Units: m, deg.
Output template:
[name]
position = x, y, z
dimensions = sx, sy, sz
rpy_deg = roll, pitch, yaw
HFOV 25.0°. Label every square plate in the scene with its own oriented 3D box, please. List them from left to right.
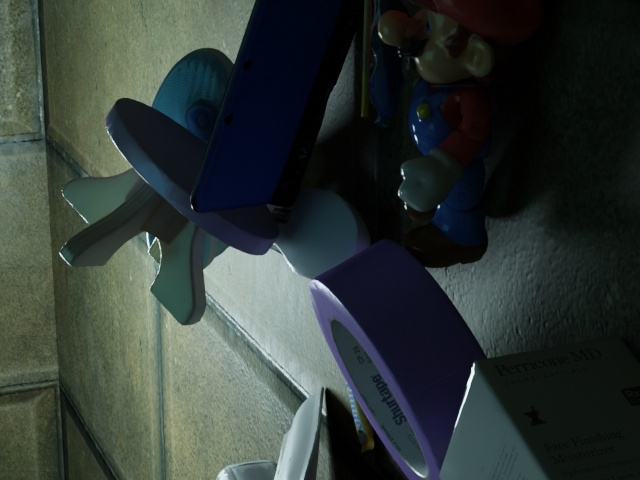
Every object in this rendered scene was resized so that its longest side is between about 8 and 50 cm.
[square plate]
position = -0.045, 0.403, 1.855
dimensions = 0.344, 0.049, 0.347
rpy_deg = -73, -10, -74

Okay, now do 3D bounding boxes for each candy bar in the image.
[candy bar]
position = 0.044, 0.191, 1.844
dimensions = 0.040, 0.018, 0.161
rpy_deg = 133, 126, -63

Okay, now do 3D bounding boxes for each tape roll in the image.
[tape roll]
position = 0.095, 0.138, 1.457
dimensions = 0.275, 0.090, 0.275
rpy_deg = 58, 169, 18

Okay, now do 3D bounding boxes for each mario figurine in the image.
[mario figurine]
position = 0.101, -0.141, 1.379
dimensions = 0.198, 0.170, 0.321
rpy_deg = 38, 136, 44

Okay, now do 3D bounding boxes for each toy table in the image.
[toy table]
position = -0.198, -0.033, 1.798
dimensions = 0.161, 0.252, 0.274
rpy_deg = -52, 57, 19

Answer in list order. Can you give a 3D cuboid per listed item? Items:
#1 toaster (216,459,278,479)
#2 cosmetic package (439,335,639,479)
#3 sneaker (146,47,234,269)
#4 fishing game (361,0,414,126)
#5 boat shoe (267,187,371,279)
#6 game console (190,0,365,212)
[toaster]
position = -0.090, 0.422, 2.108
dimensions = 0.146, 0.129, 0.227
rpy_deg = -128, 36, -57
[cosmetic package]
position = 0.216, 0.203, 1.222
dimensions = 0.184, 0.151, 0.151
rpy_deg = -120, 31, -43
[sneaker]
position = -0.138, -0.125, 1.992
dimensions = 0.127, 0.208, 0.319
rpy_deg = 23, 116, 22
[fishing game]
position = 0.063, -0.207, 1.464
dimensions = 0.264, 0.041, 0.189
rpy_deg = -57, -30, -65
[boat shoe]
position = 0.000, 0.000, 1.790
dimensions = 0.301, 0.102, 0.108
rpy_deg = 16, 81, 62
[game console]
position = -0.075, -0.199, 1.723
dimensions = 0.250, 0.173, 0.293
rpy_deg = 50, 124, 55
